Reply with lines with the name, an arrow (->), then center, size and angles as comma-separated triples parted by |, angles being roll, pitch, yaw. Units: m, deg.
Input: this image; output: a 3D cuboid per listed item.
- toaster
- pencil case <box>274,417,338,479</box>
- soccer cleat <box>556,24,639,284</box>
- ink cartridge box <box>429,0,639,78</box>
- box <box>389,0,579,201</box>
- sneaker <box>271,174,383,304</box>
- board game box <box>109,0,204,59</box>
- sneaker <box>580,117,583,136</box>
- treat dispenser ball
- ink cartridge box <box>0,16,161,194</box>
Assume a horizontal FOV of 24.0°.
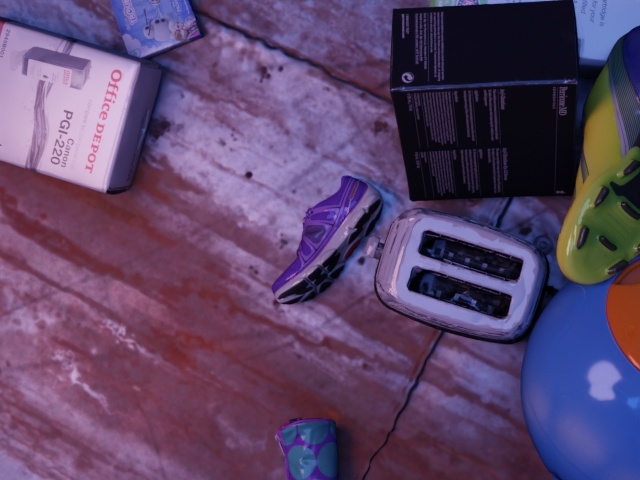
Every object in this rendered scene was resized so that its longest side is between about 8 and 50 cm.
toaster -> 0.160, 0.041, 1.634 | 0.227, 0.146, 0.129 | 19, 90, 8
pencil case -> -0.013, 0.275, 1.684 | 0.070, 0.064, 0.152 | -3, 85, -9
soccer cleat -> 0.299, -0.085, 1.512 | 0.093, 0.121, 0.289 | 29, 76, -25
ink cartridge box -> 0.264, -0.286, 1.657 | 0.272, 0.115, 0.198 | 8, 88, 8
box -> 0.175, -0.140, 1.579 | 0.184, 0.261, 0.103 | 1, 67, 8
sneaker -> 0.000, 0.000, 1.710 | 0.071, 0.068, 0.170 | 36, 83, 23
board game box -> -0.194, -0.265, 1.764 | 0.090, 0.020, 0.090 | -21, 84, 7
sneaker -> 0.424, -0.074, 1.584 | 0.282, 0.153, 0.099 | 21, 81, 30
treat dispenser ball -> 0.348, 0.150, 1.531 | 0.288, 0.288, 0.288 | 0, 86, 7
ink cartridge box -> -0.311, -0.158, 1.730 | 0.217, 0.092, 0.159 | 17, 97, 7
